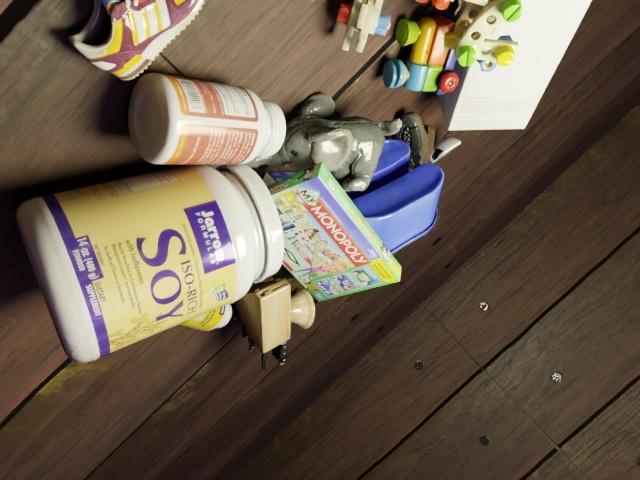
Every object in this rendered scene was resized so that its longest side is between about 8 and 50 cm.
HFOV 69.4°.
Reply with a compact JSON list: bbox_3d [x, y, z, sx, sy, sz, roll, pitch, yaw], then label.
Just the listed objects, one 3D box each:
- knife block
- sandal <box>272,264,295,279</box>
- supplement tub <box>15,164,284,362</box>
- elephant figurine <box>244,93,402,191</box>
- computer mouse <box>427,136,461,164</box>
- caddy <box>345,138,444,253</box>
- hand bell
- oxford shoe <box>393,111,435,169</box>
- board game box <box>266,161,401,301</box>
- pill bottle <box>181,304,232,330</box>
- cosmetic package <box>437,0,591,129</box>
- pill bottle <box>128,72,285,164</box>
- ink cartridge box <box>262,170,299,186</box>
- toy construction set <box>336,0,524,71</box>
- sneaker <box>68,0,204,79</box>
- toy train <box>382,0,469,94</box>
[{"bbox_3d":[-0.129,0.230,1.200,0.088,0.242,0.275,-26,-176,-30],"label":"knife block"},{"bbox_3d":[-0.062,0.036,1.177,0.120,0.086,0.303,-3,158,-9],"label":"sandal"},{"bbox_3d":[-0.249,0.015,0.716,0.331,0.241,0.241,-21,148,-32],"label":"supplement tub"},{"bbox_3d":[0.001,-0.188,0.881,0.239,0.169,0.186,19,88,-44],"label":"elephant figurine"},{"bbox_3d":[0.334,-0.254,1.293,0.106,0.042,0.193,-32,178,-8],"label":"computer mouse"},{"bbox_3d":[0.129,-0.088,1.099,0.341,0.241,0.179,-28,145,-25],"label":"caddy"},{"bbox_3d":[-0.150,0.215,1.371,0.242,0.126,0.126,-2,135,-36],"label":"hand bell"},{"bbox_3d":[0.244,-0.269,1.176,0.096,0.083,0.227,-57,157,-6],"label":"oxford shoe"},{"bbox_3d":[0.000,0.000,0.958,0.213,0.046,0.317,-18,129,31],"label":"board game box"},{"bbox_3d":[-0.278,0.151,1.057,0.103,0.103,0.184,-42,155,1],"label":"pill bottle"},{"bbox_3d":[0.387,-0.414,0.961,0.197,0.155,0.365,-1,145,-4],"label":"cosmetic package"},{"bbox_3d":[-0.160,-0.174,0.694,0.216,0.121,0.121,-9,140,-48],"label":"pill bottle"},{"bbox_3d":[-0.113,-0.058,1.026,0.097,0.046,0.207,-11,141,-48],"label":"ink cartridge box"},{"bbox_3d":[0.191,-0.392,0.759,0.327,0.151,0.215,2,149,-13],"label":"toy construction set"},{"bbox_3d":[-0.206,-0.274,0.534,0.185,0.069,0.084,-48,159,10],"label":"sneaker"},{"bbox_3d":[0.211,-0.409,0.892,0.143,0.105,0.248,-9,133,-21],"label":"toy train"}]
